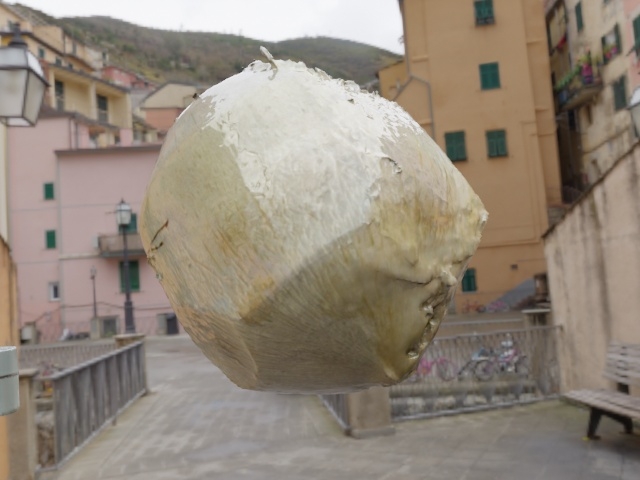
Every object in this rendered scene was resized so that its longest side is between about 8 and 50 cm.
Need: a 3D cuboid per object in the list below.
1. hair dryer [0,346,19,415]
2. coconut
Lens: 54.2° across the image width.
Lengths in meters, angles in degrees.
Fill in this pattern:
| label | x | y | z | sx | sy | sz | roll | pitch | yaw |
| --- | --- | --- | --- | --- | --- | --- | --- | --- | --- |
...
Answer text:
| label | x | y | z | sx | sy | sz | roll | pitch | yaw |
| --- | --- | --- | --- | --- | --- | --- | --- | --- | --- |
| hair dryer | -0.421 | 0.176 | 0.744 | 0.047 | 0.082 | 0.137 | -4 | -2 | 20 |
| coconut | 0.000 | 0.000 | 0.696 | 0.346 | 0.360 | 0.346 | -29 | -22 | -13 |
